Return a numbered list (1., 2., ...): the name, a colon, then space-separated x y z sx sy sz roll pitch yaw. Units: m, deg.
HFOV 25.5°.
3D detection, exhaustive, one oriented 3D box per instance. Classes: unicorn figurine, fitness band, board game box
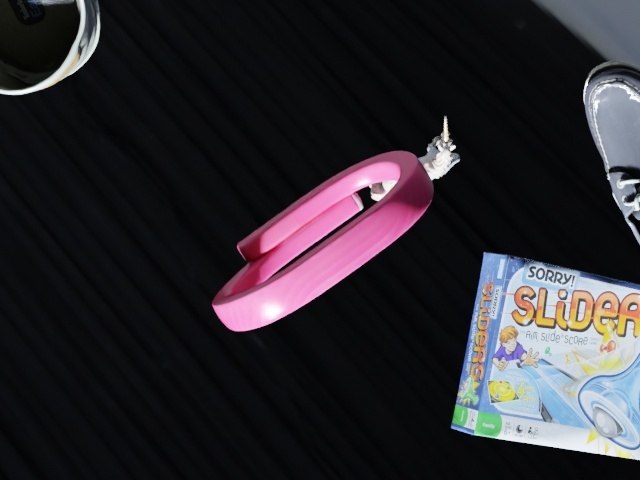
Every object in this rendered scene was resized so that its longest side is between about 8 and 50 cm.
1. unicorn figurine: 0.126 -0.093 1.725 0.162 0.060 0.111 -44 -174 25
2. fitness band: 0.000 0.000 1.620 0.291 0.054 0.209 -37 -162 -6
3. board game box: 0.203 0.094 1.093 0.201 0.035 0.136 11 88 -28

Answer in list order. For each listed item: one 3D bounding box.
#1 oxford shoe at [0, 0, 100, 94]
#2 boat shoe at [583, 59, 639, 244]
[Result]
1. oxford shoe: -0.323 -0.306 1.194 0.169 0.130 0.449 -23 123 9
2. boat shoe: 0.256 -0.038 1.055 0.075 0.206 0.065 -22 -162 29
